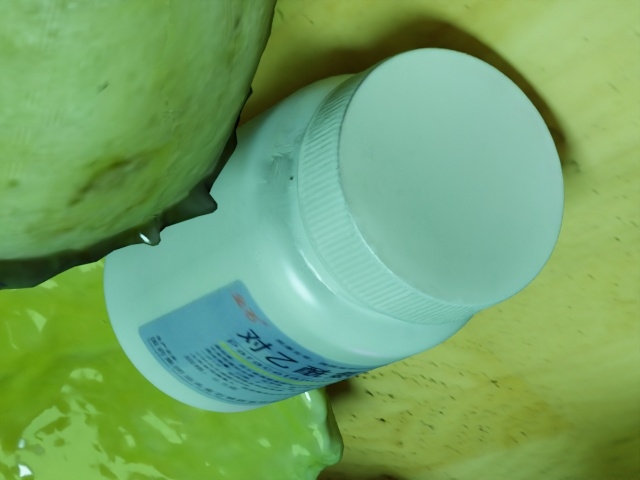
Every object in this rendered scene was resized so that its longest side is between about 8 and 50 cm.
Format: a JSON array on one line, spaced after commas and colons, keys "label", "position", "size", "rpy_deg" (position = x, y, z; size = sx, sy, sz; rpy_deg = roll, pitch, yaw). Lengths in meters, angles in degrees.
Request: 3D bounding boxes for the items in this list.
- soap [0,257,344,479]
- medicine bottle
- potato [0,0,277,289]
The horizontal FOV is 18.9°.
[{"label": "soap", "position": [-0.187, 0.048, 0.964], "size": [0.306, 0.115, 0.427], "rpy_deg": [44, 150, -15]}, {"label": "medicine bottle", "position": [0.000, 0.000, 0.702], "size": [0.103, 0.103, 0.187], "rpy_deg": [43, 150, -13]}, {"label": "potato", "position": [-0.127, -0.128, 0.550], "size": [0.285, 0.242, 0.242], "rpy_deg": [32, 151, 0]}]
